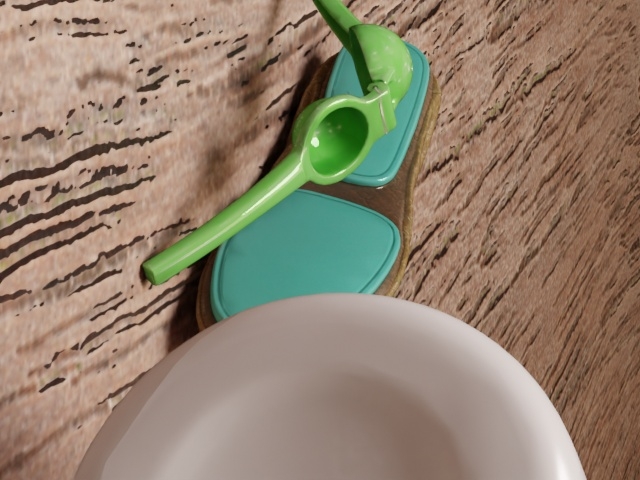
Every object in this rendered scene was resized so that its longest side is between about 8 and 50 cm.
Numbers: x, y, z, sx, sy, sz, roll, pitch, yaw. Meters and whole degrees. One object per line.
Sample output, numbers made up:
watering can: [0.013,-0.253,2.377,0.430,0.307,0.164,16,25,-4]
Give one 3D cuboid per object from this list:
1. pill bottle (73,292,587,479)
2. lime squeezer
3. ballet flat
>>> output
pill bottle: [0.043,0.214,0.921,0.408,0.229,0.229,64,34,-56]
lime squeezer: [-0.007,-0.085,1.127,0.059,0.110,0.310,99,9,-48]
ballet flat: [0.000,0.000,1.214,0.342,0.116,0.124,-71,176,-49]
